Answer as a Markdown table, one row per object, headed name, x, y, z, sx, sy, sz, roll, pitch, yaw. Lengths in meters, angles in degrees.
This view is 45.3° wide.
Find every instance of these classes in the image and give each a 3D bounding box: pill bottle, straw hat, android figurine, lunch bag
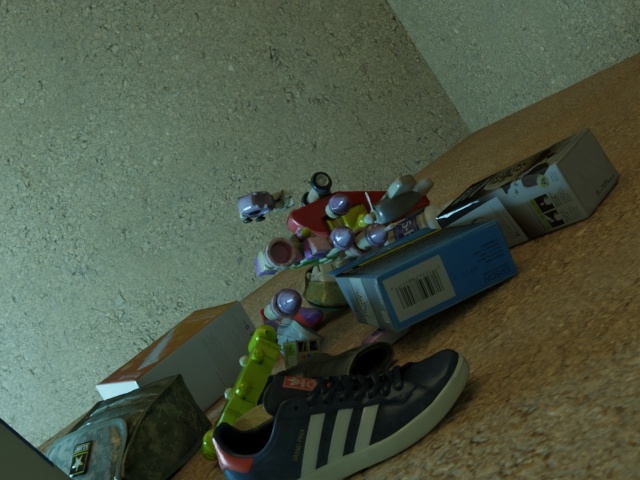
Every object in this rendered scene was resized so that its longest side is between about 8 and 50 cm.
| name | x | y | z | sx | sy | sz | roll | pitch | yaw |
| --- | --- | --- | --- | --- | --- | --- | --- | --- | --- |
| pill bottle | 0.252 | -0.018 | 1.792 | 0.187 | 0.112 | 0.112 | -32 | 6 | 25 |
| straw hat | -0.069 | 0.302 | 1.141 | 0.145 | 0.061 | 0.144 | -22 | 21 | 9 |
| android figurine | -0.137 | 0.265 | 1.349 | 0.273 | 0.056 | 0.248 | 118 | 178 | -63 |
| lunch bag | -0.392 | 0.414 | 1.485 | 0.235 | 0.168 | 0.287 | -23 | 14 | 28 |

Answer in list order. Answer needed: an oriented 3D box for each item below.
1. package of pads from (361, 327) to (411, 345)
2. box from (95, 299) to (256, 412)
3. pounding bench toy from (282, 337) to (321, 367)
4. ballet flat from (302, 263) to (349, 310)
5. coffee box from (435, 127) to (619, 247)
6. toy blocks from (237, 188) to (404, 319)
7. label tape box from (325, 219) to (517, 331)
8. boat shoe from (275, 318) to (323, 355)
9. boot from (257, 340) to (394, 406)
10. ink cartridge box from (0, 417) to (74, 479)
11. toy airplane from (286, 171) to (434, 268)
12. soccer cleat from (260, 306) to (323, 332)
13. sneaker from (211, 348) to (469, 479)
| name | x | y | z | sx | sy | sz | roll | pitch | yaw |
| --- | --- | --- | --- | --- | --- | --- | --- | --- | --- |
| package of pads | 0.116 | 0.170 | 1.366 | 0.083 | 0.032 | 0.050 | -35 | 8 | -12 |
| box | -0.333 | 0.317 | 1.884 | 0.215 | 0.168 | 0.345 | -17 | 17 | 48 |
| pounding bench toy | -0.031 | 0.241 | 1.536 | 0.065 | 0.083 | 0.052 | 0 | -12 | -32 |
| ballet flat | 0.011 | 0.109 | 1.983 | 0.123 | 0.123 | 0.348 | -34 | 4 | -3 |
| coffee box | 0.393 | -0.080 | 1.477 | 0.297 | 0.118 | 0.168 | -28 | 9 | 48 |
| toy blocks | 0.000 | 0.000 | 1.687 | 0.289 | 0.308 | 0.260 | -10 | -10 | -21 |
| label tape box | 0.172 | 0.062 | 1.413 | 0.241 | 0.105 | 0.334 | -24 | 4 | -13 |
| boat shoe | -0.057 | 0.228 | 1.733 | 0.081 | 0.079 | 0.227 | -60 | 12 | -9 |
| boot | 0.006 | 0.238 | 1.288 | 0.190 | 0.076 | 0.209 | -39 | 14 | -28 |
| ink cartridge box | -0.612 | 0.496 | 1.289 | 0.395 | 0.285 | 0.166 | -31 | 22 | 24 |
| toy airplane | 0.150 | -0.041 | 2.111 | 0.385 | 0.272 | 0.386 | -20 | -26 | 25 |
| soccer cleat | -0.079 | 0.197 | 1.939 | 0.083 | 0.095 | 0.248 | -37 | 6 | -30 |
| sneaker | 0.015 | 0.212 | 0.975 | 0.350 | 0.148 | 0.131 | -33 | 5 | 6 |
